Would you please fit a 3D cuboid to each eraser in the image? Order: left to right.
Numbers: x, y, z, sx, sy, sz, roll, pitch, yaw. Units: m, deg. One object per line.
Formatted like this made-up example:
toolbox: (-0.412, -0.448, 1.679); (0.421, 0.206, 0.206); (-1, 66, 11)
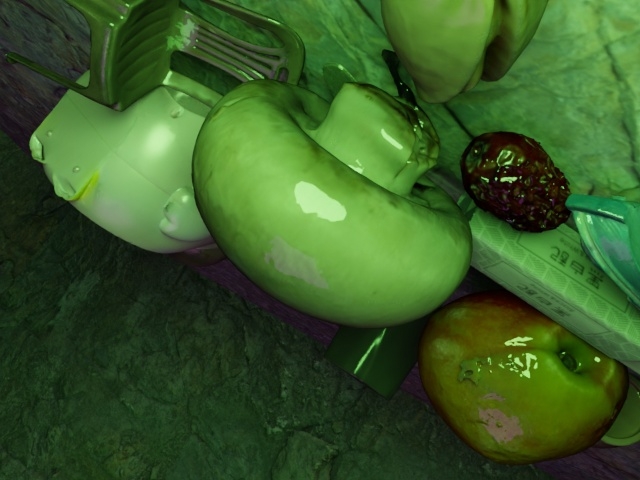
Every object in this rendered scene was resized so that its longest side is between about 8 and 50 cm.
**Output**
eraser: (0.366, 0.067, 0.761); (0.404, 0.098, 0.096); (32, 162, -3)

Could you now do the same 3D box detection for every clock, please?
clock: (-0.255, -0.141, 0.947); (0.368, 0.250, 0.377); (44, -173, 30)

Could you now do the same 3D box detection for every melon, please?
melon: (-0.315, -0.041, 1.407); (0.223, 0.223, 0.317); (39, 162, -22)

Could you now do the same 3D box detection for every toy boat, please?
toy boat: (0.361, 0.014, 0.647); (0.215, 0.088, 0.102); (39, 165, -25)

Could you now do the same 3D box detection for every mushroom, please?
mushroom: (0.034, -0.073, 0.643); (0.362, 0.294, 0.362); (32, -160, -13)

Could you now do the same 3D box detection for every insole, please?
insole: (0.057, -0.176, 0.761); (0.063, 0.010, 0.192); (16, 156, 38)

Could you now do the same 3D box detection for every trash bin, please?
trash bin: (0.156, 0.243, 1.349); (0.220, 0.250, 0.219); (39, 167, -24)

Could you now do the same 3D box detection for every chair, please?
chair: (-0.206, -0.246, 0.692); (0.327, 0.183, 0.175); (30, 136, 3)

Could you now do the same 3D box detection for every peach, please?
peach: (0.336, 0.238, 0.946); (0.373, 0.289, 0.372); (-3, 162, -1)

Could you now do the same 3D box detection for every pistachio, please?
pistachio: (0.111, -0.198, 0.424); (0.144, 0.143, 0.215); (28, 168, 12)

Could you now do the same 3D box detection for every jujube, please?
jujube: (0.240, -0.065, 0.636); (0.166, 0.104, 0.104); (25, 167, -25)

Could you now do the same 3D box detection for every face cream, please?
face cream: (0.567, 0.336, 1.074); (0.149, 0.149, 0.104); (27, 161, 15)
